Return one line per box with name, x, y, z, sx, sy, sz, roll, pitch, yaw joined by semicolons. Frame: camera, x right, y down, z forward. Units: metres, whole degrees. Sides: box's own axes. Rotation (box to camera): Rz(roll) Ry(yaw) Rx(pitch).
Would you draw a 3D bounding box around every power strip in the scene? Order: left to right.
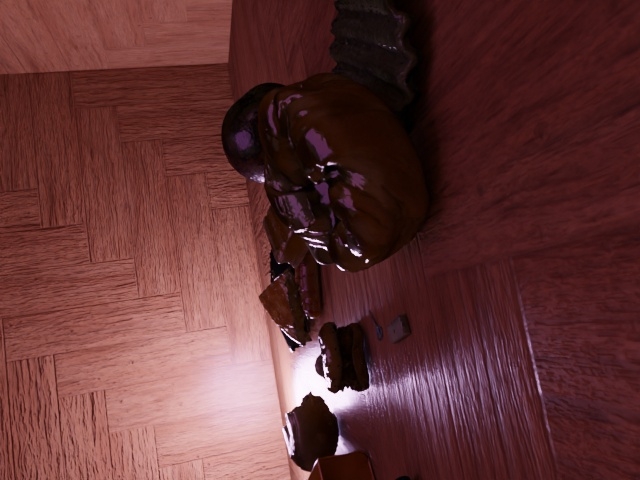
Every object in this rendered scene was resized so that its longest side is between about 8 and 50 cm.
power strip;0.150;0.172;0.997;0.090;0.016;0.040;113;147;-64

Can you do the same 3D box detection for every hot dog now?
hot dog;-0.042;0.128;1.655;0.104;0.076;0.250;-137;39;-71

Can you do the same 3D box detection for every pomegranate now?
pomegranate;-0.105;-0.250;1.404;0.340;0.285;0.285;53;-172;-39

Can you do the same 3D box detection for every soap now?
soap;-0.100;-0.055;1.651;0.173;0.089;0.274;-61;26;19

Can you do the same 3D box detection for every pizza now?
pizza;-0.108;0.206;1.782;0.280;0.075;0.287;47;142;28

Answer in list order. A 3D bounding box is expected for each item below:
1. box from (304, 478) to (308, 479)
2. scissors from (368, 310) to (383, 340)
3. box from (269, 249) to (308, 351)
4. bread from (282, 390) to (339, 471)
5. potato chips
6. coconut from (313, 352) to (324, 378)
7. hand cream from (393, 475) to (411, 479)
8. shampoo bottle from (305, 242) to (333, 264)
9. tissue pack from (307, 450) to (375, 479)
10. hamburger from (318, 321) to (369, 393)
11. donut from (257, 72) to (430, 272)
box;0.034;0.968;1.714;0.261;0.116;0.278;151;110;-77
scissors;0.121;0.185;1.147;0.083;0.006;0.036;-113;22;-48
box;-0.127;0.218;2.030;0.350;0.091;0.359;-140;45;-69
bread;-0.023;0.628;1.645;0.314;0.171;0.192;97;158;-49
potato chips;0.074;-0.310;0.931;0.429;0.070;0.358;-123;29;-62
coconut;0.022;0.365;1.501;0.081;0.082;0.083;107;150;-70
hand cream;0.203;0.580;0.950;0.270;0.061;0.120;-121;30;-41
shampoo bottle;0.000;0.000;1.392;0.162;0.079;0.079;-124;30;-62
tissue pack;0.061;0.704;1.399;0.274;0.145;0.194;103;154;-54
hamburger;0.051;0.294;1.275;0.185;0.114;0.177;98;158;-47
donut;0.022;-0.108;0.889;0.360;0.170;0.360;48;157;28
